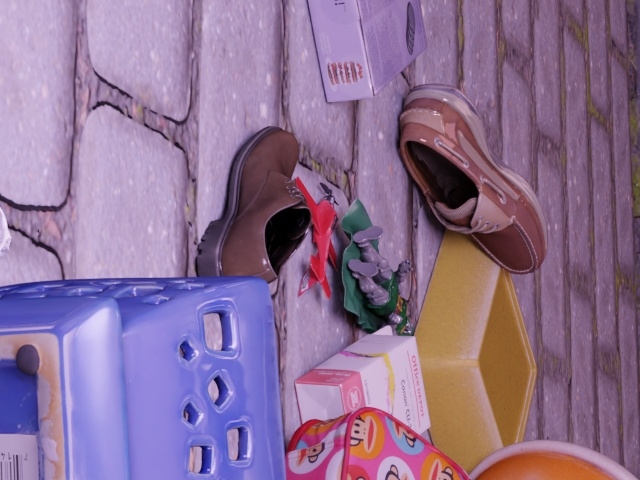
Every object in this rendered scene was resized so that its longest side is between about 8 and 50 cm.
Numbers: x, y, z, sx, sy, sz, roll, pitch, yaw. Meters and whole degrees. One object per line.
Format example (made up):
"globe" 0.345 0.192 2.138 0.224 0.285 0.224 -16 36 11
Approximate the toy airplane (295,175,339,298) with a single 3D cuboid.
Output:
"toy airplane" 0.000 0.000 1.844 0.151 0.028 0.151 -3 90 -70

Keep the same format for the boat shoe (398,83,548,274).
"boat shoe" 0.195 -0.060 2.219 0.324 0.123 0.116 51 47 -28

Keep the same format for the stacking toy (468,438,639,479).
"stacking toy" 0.200 0.469 1.999 0.480 0.350 0.350 -20 105 -51

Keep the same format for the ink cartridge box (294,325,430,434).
"ink cartridge box" 0.060 0.177 1.852 0.198 0.067 0.115 -29 113 -52

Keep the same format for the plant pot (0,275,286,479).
"plant pot" -0.174 0.141 1.106 0.212 0.236 0.236 2 85 -63

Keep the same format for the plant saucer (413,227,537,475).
"plant saucer" 0.230 0.180 2.331 0.333 0.081 0.333 -69 148 -47

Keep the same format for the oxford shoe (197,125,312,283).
"oxford shoe" -0.045 -0.031 1.646 0.227 0.096 0.083 -76 150 -43

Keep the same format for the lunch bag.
"lunch bag" 0.063 0.339 1.673 0.258 0.120 0.293 37 52 -31

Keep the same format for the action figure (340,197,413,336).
"action figure" 0.074 0.063 1.967 0.232 0.063 0.137 61 36 -61

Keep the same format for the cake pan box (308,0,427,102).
"cake pan box" 0.049 -0.323 1.980 0.246 0.070 0.267 -53 134 -63

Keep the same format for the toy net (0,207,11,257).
"toy net" -0.266 -0.049 1.148 0.122 0.045 0.232 -70 148 -47
